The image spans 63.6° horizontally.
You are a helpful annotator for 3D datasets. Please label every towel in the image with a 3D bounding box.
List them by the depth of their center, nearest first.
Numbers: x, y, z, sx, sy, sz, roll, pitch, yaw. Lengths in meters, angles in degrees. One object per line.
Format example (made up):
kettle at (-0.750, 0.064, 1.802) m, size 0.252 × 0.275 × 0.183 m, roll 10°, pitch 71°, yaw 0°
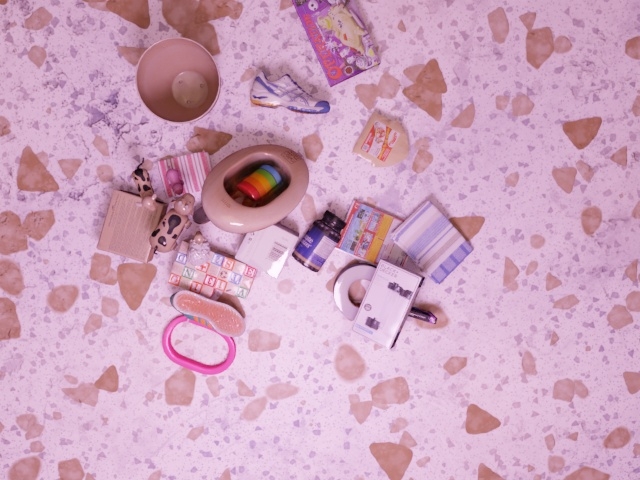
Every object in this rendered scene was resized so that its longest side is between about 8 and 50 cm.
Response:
towel at (-0.504, -0.248, 1.946) m, size 0.197 × 0.029 × 0.144 m, roll -11°, pitch 97°, yaw 3°
towel at (0.427, 0.009, 1.975) m, size 0.209 × 0.034 × 0.285 m, roll -45°, pitch 104°, yaw 1°

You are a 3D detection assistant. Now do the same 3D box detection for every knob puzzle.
knob puzzle at (0.243, -0.362, 1.944) m, size 0.213 × 0.030 × 0.213 m, roll 0°, pitch 96°, yaw -1°

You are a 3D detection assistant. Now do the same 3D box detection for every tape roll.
tape roll at (0.158, 0.198, 1.989) m, size 0.219 × 0.072 × 0.219 m, roll 0°, pitch 97°, yaw 0°

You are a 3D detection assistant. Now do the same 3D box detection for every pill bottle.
pill bottle at (0.000, 0.000, 1.937) m, size 0.123 × 0.123 × 0.219 m, roll 34°, pitch 95°, yaw -5°

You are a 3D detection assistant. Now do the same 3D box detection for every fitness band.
fitness band at (-0.470, 0.406, 2.011) m, size 0.291 × 0.054 × 0.208 m, roll 22°, pitch 96°, yaw -2°

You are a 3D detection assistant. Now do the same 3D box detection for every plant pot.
plant pot at (-0.482, -0.548, 1.826) m, size 0.284 × 0.191 × 0.283 m, roll 0°, pitch 97°, yaw -2°

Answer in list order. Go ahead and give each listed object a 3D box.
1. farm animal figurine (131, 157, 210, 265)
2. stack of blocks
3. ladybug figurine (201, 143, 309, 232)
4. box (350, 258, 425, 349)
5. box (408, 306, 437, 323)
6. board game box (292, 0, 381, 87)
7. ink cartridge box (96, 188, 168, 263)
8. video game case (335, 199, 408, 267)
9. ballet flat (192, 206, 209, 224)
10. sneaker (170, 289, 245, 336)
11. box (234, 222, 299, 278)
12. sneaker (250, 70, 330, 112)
farm animal figurine at (-0.520, -0.100, 1.808) m, size 0.331 × 0.172 × 0.326 m, roll 15°, pitch 86°, yaw -8°
stack of blocks at (-0.403, 0.126, 1.961) m, size 0.297 × 0.087 × 0.171 m, roll 20°, pitch 96°, yaw -4°
ladybug figurine at (-0.224, -0.174, 1.823) m, size 0.305 × 0.162 × 0.449 m, roll 43°, pitch 55°, yaw 12°
box at (0.244, 0.229, 1.887) m, size 0.169 × 0.087 × 0.289 m, roll 26°, pitch 96°, yaw 19°
box at (0.356, 0.274, 1.980) m, size 0.162 × 0.116 × 0.029 m, roll 16°, pitch 94°, yaw -3°
board game box at (0.058, -0.765, 1.885) m, size 0.208 × 0.056 × 0.346 m, roll -25°, pitch 97°, yaw 6°
ink cartridge box at (-0.700, -0.054, 1.932) m, size 0.193 × 0.088 × 0.234 m, roll 18°, pitch 96°, yaw -4°
video game case at (0.217, -0.010, 1.988) m, size 0.285 × 0.025 × 0.204 m, roll 23°, pitch 96°, yaw -4°
ballet flat at (-0.367, -0.133, 1.952) m, size 0.250 × 0.058 × 0.084 m, roll -31°, pitch 79°, yaw -3°
sneaker at (-0.423, 0.269, 1.945) m, size 0.302 × 0.121 × 0.108 m, roll 32°, pitch 73°, yaw -21°
box at (-0.197, 0.019, 1.936) m, size 0.182 × 0.119 × 0.180 m, roll 27°, pitch 96°, yaw -3°
sneaker at (-0.104, -0.537, 1.876) m, size 0.297 × 0.112 × 0.130 m, roll 10°, pitch 96°, yaw -3°
